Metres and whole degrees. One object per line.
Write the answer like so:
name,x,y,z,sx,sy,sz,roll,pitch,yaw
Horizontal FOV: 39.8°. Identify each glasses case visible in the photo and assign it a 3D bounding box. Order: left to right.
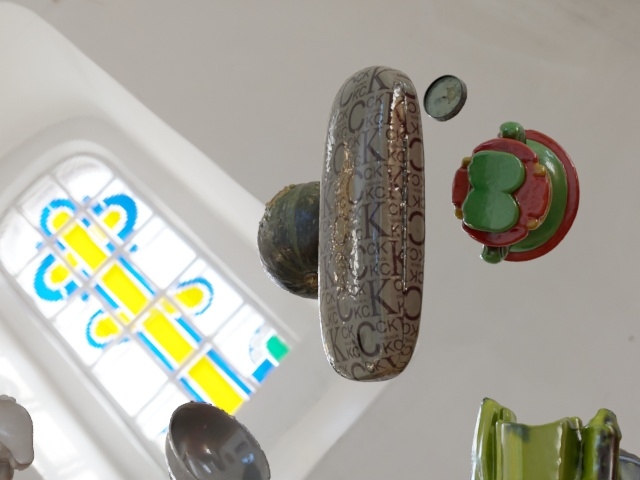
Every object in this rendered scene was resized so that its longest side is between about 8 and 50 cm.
glasses case,0.056,-0.020,0.994,0.085,0.137,0.355,6,-100,-31

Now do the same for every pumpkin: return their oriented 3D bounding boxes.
pumpkin,0.001,0.000,1.249,0.190,0.146,0.190,-3,-47,-3

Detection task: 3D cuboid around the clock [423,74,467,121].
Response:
clock,0.215,-0.248,1.537,0.017,0.085,0.085,23,-76,-45

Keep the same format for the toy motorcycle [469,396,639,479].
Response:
toy motorcycle,0.104,0.270,0.570,0.142,0.206,0.342,100,-170,-65

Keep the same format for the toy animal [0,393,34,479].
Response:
toy animal,-0.393,0.255,1.029,0.181,0.131,0.127,-41,21,31

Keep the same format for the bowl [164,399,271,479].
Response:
bowl,-0.175,0.344,1.354,0.086,0.189,0.189,-48,-28,20

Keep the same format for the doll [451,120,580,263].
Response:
doll,0.277,-0.062,1.234,0.363,0.160,0.183,-7,-81,-76
